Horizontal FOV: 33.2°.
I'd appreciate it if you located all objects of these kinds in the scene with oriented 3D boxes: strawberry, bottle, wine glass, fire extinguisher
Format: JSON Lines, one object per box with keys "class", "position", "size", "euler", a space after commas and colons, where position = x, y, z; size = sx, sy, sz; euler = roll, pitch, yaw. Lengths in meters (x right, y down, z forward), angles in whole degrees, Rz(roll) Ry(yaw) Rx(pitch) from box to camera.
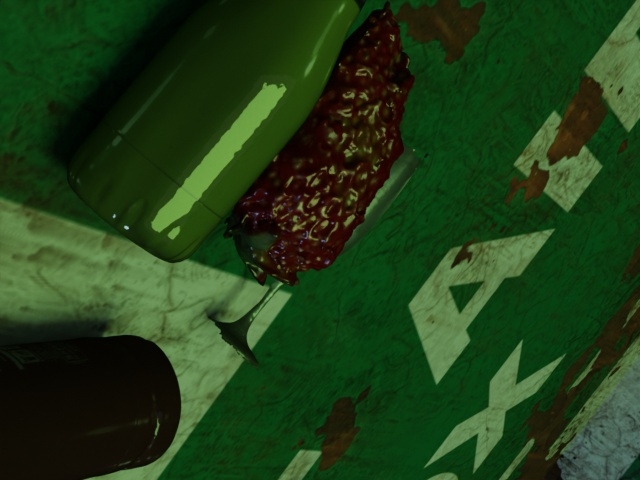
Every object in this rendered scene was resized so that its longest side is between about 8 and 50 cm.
{"class": "strawberry", "position": [0.011, -0.071, 0.880], "size": [0.228, 0.098, 0.174], "euler": [-58, -174, -13]}
{"class": "bottle", "position": [-0.060, -0.112, 0.759], "size": [0.260, 0.112, 0.112], "euler": [-50, 151, 0]}
{"class": "wine glass", "position": [0.000, 0.000, 1.022], "size": [0.262, 0.074, 0.074], "euler": [-49, 151, -4]}
{"class": "fire extinguisher", "position": [-0.262, 0.136, 0.777], "size": [0.135, 0.114, 0.337], "euler": [-14, 171, 34]}
